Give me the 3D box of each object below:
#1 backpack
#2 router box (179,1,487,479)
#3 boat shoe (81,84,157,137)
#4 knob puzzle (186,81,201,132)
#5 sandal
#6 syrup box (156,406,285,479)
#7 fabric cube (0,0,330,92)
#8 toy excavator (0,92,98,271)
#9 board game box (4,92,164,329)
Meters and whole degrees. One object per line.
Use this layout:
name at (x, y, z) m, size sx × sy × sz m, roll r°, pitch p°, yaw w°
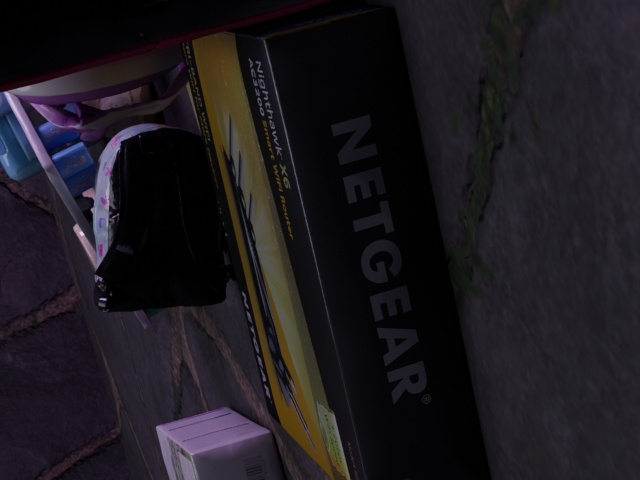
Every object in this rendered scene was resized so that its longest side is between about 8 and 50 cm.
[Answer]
backpack at (-0.167, -0.025, 1.434) m, size 0.115 × 0.152 × 0.182 m, roll -170°, pitch 77°, yaw -64°
router box at (0.000, 0.000, 0.950) m, size 0.243 × 0.081 × 0.309 m, roll -151°, pitch 46°, yaw -70°
boat shoe at (-0.271, -0.200, 1.726) m, size 0.285 × 0.089 × 0.105 m, roll -131°, pitch 28°, yaw -58°
knob puzzle at (-0.079, -0.122, 1.214) m, size 0.213 × 0.030 × 0.213 m, roll 163°, pitch 90°, yaw -75°
sandal at (-0.178, -0.137, 1.200) m, size 0.416 × 0.169 × 0.102 m, roll -113°, pitch 13°, yaw -75°
syrup box at (-0.114, 0.256, 1.630) m, size 0.237 × 0.096 × 0.093 m, roll 180°, pitch 75°, yaw -75°
fabric cube at (-0.154, -0.260, 0.891) m, size 0.258 × 0.259 × 0.254 m, roll -135°, pitch 31°, yaw -65°
toy excavator at (-0.383, -0.150, 2.065) m, size 0.445 × 0.222 × 0.433 m, roll 63°, pitch 168°, yaw -15°
board game box at (-0.310, -0.131, 1.682) m, size 0.390 × 0.050 × 0.390 m, roll 58°, pitch 173°, yaw 28°
